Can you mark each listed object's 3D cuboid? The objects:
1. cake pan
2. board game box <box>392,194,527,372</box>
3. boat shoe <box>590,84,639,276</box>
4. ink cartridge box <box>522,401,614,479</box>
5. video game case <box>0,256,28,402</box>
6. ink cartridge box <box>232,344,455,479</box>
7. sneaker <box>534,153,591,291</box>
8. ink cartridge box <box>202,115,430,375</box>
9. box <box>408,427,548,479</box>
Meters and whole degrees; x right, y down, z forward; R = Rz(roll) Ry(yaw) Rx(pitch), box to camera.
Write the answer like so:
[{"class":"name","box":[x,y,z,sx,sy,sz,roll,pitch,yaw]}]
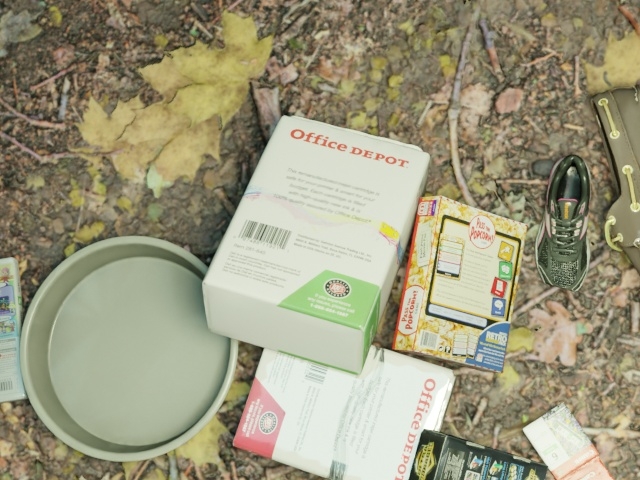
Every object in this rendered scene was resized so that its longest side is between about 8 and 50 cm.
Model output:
[{"class":"cake pan","box":[-0.246,0.142,1.670,0.293,0.054,0.293,-2,79,8]},{"class":"board game box","box":[0.176,0.056,1.584,0.146,0.045,0.194,17,80,-30]},{"class":"boat shoe","box":[0.398,-0.040,1.578,0.096,0.116,0.324,-6,75,12]},{"class":"ink cartridge box","box":[0.307,0.265,1.575,0.063,0.029,0.115,-33,76,1]},{"class":"video game case","box":[-0.504,0.134,1.726,0.212,0.023,0.193,-10,78,8]},{"class":"ink cartridge box","box":[0.035,0.213,1.590,0.237,0.100,0.172,17,82,12]},{"class":"sneaker","box":[0.306,-0.026,1.606,0.072,0.077,0.178,0,80,10]},{"class":"ink cartridge box","box":[0.000,0.000,1.575,0.201,0.117,0.278,16,56,11]},{"class":"box","box":[0.170,0.351,1.516,0.175,0.051,0.220,20,81,-33]}]
